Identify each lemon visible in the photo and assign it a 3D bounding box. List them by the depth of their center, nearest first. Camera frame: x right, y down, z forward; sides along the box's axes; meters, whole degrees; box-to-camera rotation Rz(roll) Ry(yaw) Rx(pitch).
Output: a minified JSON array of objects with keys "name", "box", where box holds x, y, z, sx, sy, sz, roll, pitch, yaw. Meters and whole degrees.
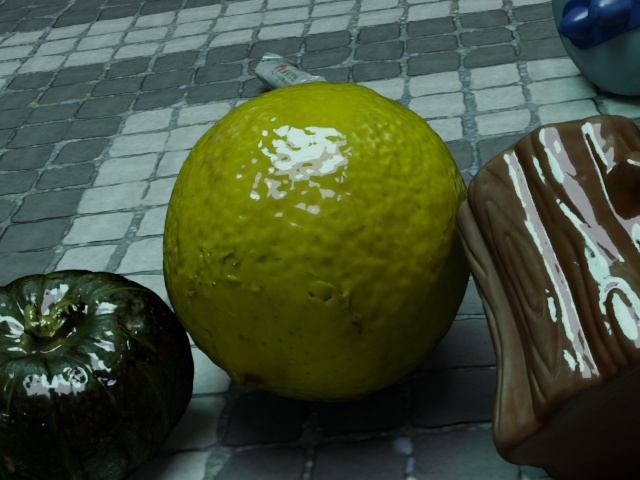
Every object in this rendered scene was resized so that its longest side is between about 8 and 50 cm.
[{"name":"lemon","box":[-0.001,0.001,1.038,0.293,0.293,0.293,-8,28,4]}]

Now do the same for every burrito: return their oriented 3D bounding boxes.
[{"name":"burrito","box":[-0.035,-0.219,1.713,0.064,0.064,0.203,-19,27,-17]}]

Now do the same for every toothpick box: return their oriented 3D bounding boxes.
[{"name":"toothpick box","box":[0.457,-0.323,1.538,0.354,0.263,0.263,-21,29,-18]}]

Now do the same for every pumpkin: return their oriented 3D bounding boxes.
[{"name":"pumpkin","box":[-0.226,0.117,1.033,0.237,0.159,0.238,-4,28,2]}]

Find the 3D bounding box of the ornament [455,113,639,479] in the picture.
[{"name":"ornament","box":[0.211,0.037,0.894,0.235,0.221,0.218,-9,54,-12]}]
